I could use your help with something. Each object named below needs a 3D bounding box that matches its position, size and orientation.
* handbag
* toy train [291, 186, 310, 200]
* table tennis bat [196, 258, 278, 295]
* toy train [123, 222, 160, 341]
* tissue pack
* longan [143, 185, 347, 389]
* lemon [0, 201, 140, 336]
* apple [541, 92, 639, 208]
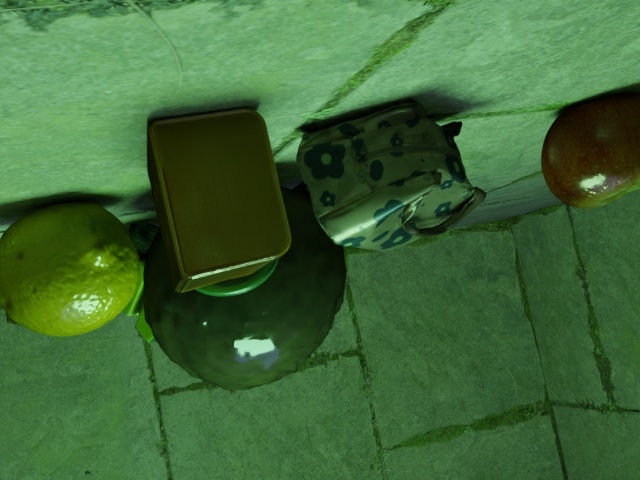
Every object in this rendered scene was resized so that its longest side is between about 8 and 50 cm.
[{"bbox_3d":[0.112,-0.095,1.134,0.193,0.190,0.251,-25,165,26],"label":"handbag"},{"bbox_3d":[0.057,-0.091,1.616,0.225,0.090,0.137,-9,-178,-26],"label":"toy train"},{"bbox_3d":[-0.173,-0.013,1.220,0.160,0.257,0.039,-33,147,-19],"label":"table tennis bat"},{"bbox_3d":[-0.272,0.093,1.733,0.442,0.272,0.179,-5,131,-51],"label":"toy train"},{"bbox_3d":[-0.143,-0.042,1.025,0.145,0.194,0.274,-10,176,-13],"label":"tissue pack"},{"bbox_3d":[-0.135,0.081,1.412,0.391,0.391,0.391,-11,176,-1],"label":"longan"},{"bbox_3d":[-0.418,0.047,1.288,0.253,0.228,0.228,-15,174,30],"label":"lemon"},{"bbox_3d":[0.494,-0.159,1.318,0.235,0.173,0.210,-22,168,15],"label":"apple"}]
